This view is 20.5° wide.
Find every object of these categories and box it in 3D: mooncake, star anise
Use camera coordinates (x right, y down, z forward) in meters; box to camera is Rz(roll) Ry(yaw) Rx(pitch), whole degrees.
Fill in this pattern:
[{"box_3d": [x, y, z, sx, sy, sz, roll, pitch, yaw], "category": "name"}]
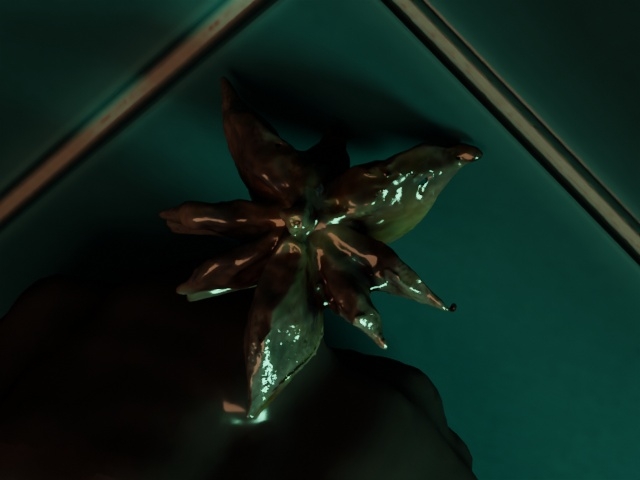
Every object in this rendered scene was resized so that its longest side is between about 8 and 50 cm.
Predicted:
[{"box_3d": [-0.049, 0.134, 0.803, 0.283, 0.141, 0.283, 22, 144, 17], "category": "mooncake"}, {"box_3d": [-0.007, 0.009, 0.687, 0.124, 0.129, 0.056, 16, 165, 12], "category": "star anise"}]
